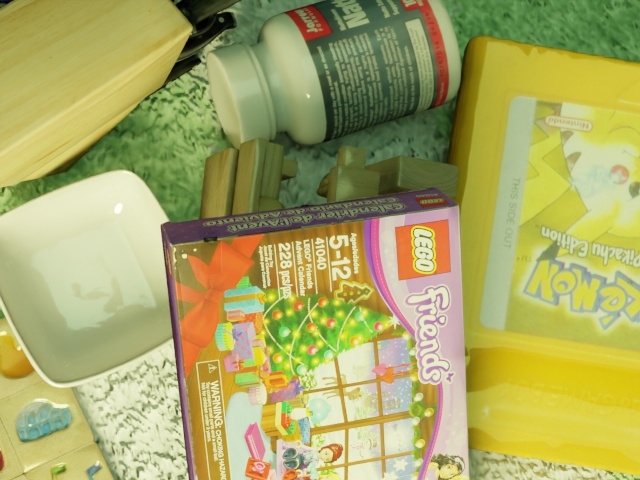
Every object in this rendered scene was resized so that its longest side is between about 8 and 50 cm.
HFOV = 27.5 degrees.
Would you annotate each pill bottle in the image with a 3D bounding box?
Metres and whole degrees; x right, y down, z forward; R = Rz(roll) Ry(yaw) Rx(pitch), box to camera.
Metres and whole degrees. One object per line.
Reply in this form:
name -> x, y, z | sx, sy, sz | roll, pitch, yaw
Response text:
pill bottle -> 0.008, -0.134, 1.026 | 0.180, 0.108, 0.108 | -19, 82, -14

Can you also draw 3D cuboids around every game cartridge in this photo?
game cartridge -> 0.231, 0.019, 1.036 | 0.285, 0.052, 0.323 | 9, 84, -3

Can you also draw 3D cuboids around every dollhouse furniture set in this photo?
dollhouse furniture set -> 0.000, 0.000, 0.994 | 0.151, 0.144, 0.123 | 9, 81, -23

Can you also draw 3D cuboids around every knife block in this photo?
knife block -> -0.156, -0.152, 0.939 | 0.242, 0.276, 0.088 | -42, 88, 14

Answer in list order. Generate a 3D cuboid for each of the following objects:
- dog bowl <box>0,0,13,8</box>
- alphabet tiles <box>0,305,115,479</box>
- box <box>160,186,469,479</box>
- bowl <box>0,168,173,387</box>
dog bowl -> -0.293, -0.278, 0.948 | 0.265, 0.104, 0.265 | -1, 87, 18
alphabet tiles -> -0.295, 0.207, 0.952 | 0.285, 0.011, 0.342 | -25, 84, -14
box -> 0.002, 0.118, 0.933 | 0.201, 0.057, 0.293 | -9, 109, -12
bowl -> -0.172, 0.032, 0.983 | 0.142, 0.053, 0.142 | -25, 83, -21
